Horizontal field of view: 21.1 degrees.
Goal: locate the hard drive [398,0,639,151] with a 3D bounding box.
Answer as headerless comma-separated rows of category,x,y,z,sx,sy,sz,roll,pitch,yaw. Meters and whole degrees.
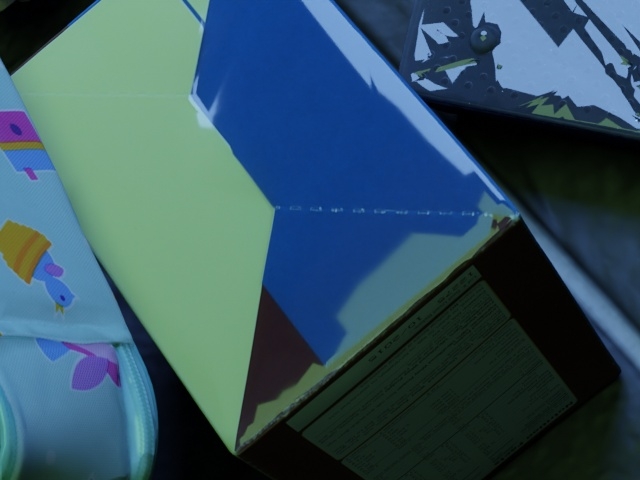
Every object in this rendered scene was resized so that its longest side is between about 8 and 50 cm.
hard drive,0.151,-0.163,0.822,0.172,0.054,0.255,13,75,25

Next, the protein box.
protein box,0.000,0.000,0.732,0.136,0.201,0.200,-39,61,2

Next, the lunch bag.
lunch bag,-0.199,0.033,0.660,0.224,0.108,0.279,-42,62,23

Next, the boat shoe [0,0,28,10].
boat shoe,-0.182,-0.183,0.935,0.324,0.122,0.120,-9,97,20
